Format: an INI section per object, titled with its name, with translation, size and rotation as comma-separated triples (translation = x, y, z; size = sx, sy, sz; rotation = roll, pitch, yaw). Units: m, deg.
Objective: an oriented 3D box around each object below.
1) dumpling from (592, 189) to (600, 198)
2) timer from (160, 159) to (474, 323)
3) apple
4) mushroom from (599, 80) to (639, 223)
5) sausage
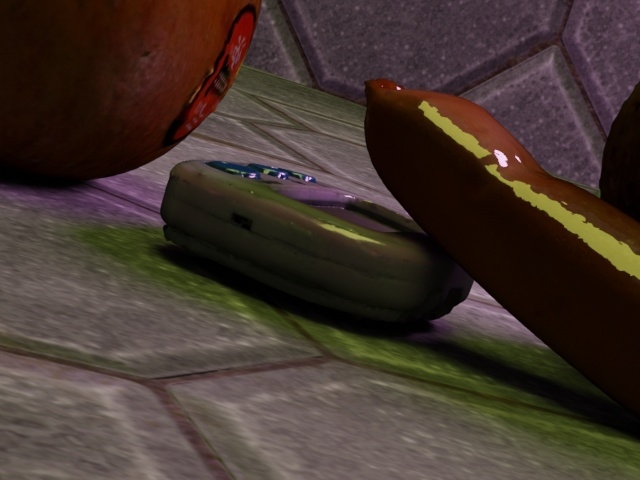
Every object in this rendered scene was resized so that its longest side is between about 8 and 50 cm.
[dumpling]
translation = 0.316, 0.012, 1.786
size = 0.105, 0.149, 0.216
rotation = -22, 8, -7
[timer]
translation = 0.000, 0.000, 1.197
size = 0.191, 0.069, 0.208
rotation = 21, 7, 22
[apple]
translation = -0.225, -0.230, 1.319
size = 0.400, 0.333, 0.400
rotation = 19, 7, -2
[mushroom]
translation = 0.358, -0.036, 1.187
size = 0.331, 0.356, 0.334
rotation = 18, 6, -3
[sausage]
translation = 0.153, 0.014, 1.113
size = 0.348, 0.094, 0.097
rotation = 39, 20, 21
